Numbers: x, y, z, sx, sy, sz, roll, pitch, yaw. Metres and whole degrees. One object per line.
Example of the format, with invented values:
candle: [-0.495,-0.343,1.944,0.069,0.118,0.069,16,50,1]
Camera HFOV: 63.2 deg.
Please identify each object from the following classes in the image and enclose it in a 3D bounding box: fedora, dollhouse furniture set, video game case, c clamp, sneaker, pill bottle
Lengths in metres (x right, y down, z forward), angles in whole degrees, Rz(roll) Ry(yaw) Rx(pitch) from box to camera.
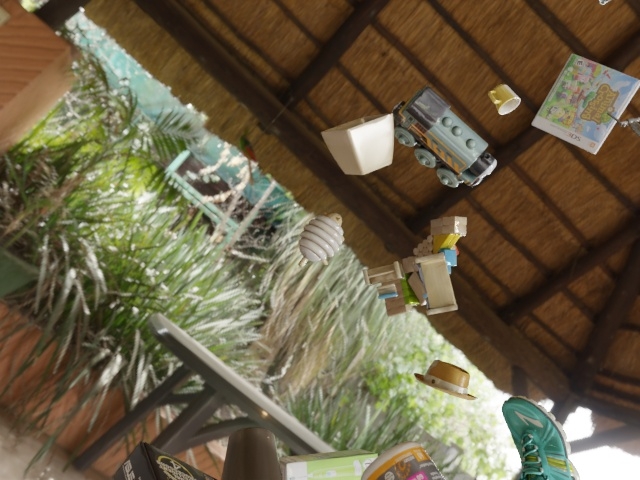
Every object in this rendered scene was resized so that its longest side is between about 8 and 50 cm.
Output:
fedora: [0.367,0.395,1.501,0.195,0.079,0.194,19,-6,2]
dollhouse furniture set: [0.210,0.114,1.205,0.184,0.129,0.129,-13,-11,14]
video game case: [0.725,-0.376,1.431,0.193,0.212,0.023,34,24,23]
c clamp: [0.829,-0.299,1.298,0.022,0.161,0.137,80,-1,-49]
sneaker: [0.442,0.444,1.035,0.107,0.110,0.275,-46,-125,40]
pill bottle: [0.215,0.567,1.050,0.278,0.162,0.162,51,-4,39]

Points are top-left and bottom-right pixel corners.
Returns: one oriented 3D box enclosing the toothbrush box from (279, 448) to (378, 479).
toothbrush box: [0.021,0.727,1.498,0.284,0.206,0.122,2,-15,-22]

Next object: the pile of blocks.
pile of blocks: [0.303,0.080,1.388,0.362,0.113,0.148,-58,-137,39]

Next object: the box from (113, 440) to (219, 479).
box: [-0.174,0.558,0.948,0.395,0.097,0.318,43,-10,-27]

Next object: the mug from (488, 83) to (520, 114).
mug: [0.486,-0.383,1.382,0.078,0.062,0.064,22,41,-58]

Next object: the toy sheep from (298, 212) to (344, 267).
toy sheep: [0.000,0.000,1.019,0.091,0.132,0.091,29,-16,9]

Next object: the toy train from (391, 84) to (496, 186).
toy train: [0.346,-0.286,1.474,0.334,0.142,0.190,43,-11,-1]

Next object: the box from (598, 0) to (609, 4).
box: [0.499,-0.495,0.850,0.156,0.093,0.158,5,-21,-43]

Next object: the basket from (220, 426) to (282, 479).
basket: [-0.179,0.623,1.358,0.226,0.205,0.154,-96,160,-46]

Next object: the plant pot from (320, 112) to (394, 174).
plant pot: [0.082,-0.186,1.027,0.109,0.109,0.096,16,-54,61]
